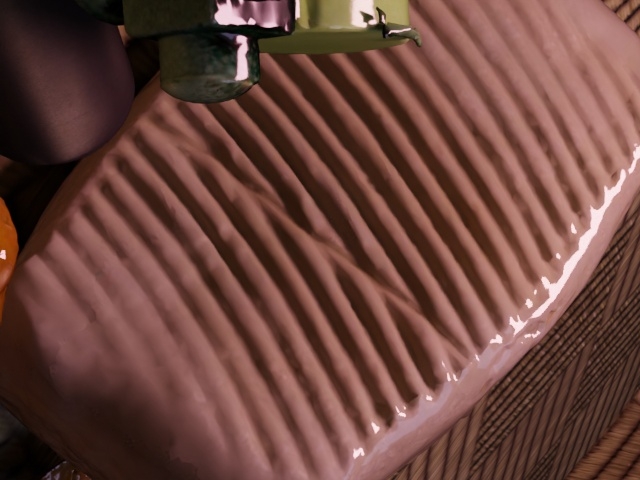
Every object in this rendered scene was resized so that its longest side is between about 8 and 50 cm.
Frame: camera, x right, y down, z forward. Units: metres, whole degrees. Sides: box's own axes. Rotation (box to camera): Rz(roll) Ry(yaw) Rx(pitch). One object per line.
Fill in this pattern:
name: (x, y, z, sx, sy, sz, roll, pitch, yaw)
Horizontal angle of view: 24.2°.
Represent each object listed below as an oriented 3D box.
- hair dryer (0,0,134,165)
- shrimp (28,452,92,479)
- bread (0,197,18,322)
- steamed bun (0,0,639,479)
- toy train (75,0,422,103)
hair dryer: (-0.086, -0.178, 0.632, 0.248, 0.078, 0.195, -56, 161, -23)
shrimp: (-0.194, 0.181, 0.946, 0.217, 0.051, 0.115, -24, 143, -47)
bread: (-0.237, 0.055, 0.539, 0.268, 0.146, 0.268, -43, 160, -20)
steamed bun: (0.002, -0.002, 0.841, 0.383, 0.247, 0.236, -47, 178, -19)
toy train: (-0.021, -0.177, 0.567, 0.157, 0.105, 0.253, -3, 90, -49)
